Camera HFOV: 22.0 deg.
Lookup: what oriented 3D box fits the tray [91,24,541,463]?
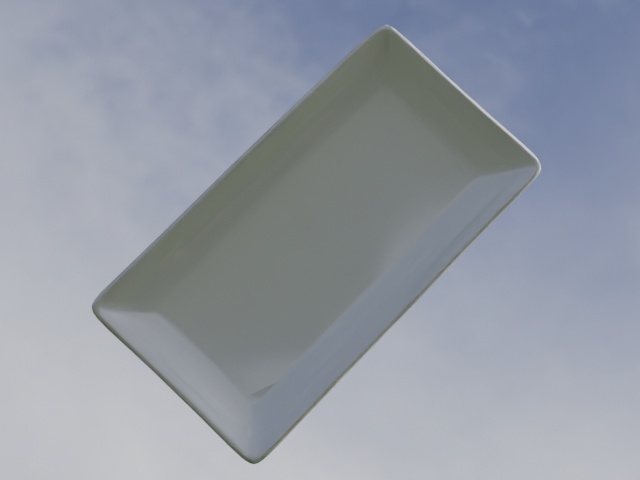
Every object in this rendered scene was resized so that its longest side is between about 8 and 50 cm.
[{"bbox_3d":[0.000,0.000,1.043,0.145,0.270,0.030,43,-13,9],"label":"tray"}]
